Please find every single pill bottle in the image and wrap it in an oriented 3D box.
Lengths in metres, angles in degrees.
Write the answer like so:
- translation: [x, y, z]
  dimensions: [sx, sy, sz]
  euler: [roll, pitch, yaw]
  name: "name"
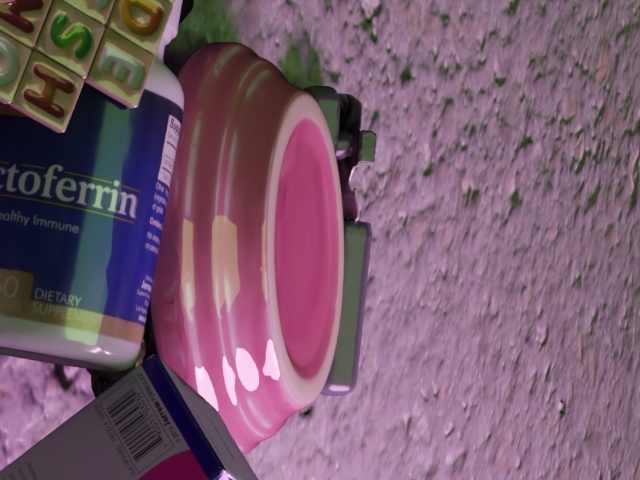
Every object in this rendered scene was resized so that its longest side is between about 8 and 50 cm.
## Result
- translation: [-0.175, -0.053, 1.246]
  dimensions: [0.153, 0.153, 0.264]
  euler: [22, 75, -61]
  name: "pill bottle"

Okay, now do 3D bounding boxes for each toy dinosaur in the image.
- translation: [-0.143, 0.074, 1.419]
  dimensions: [0.268, 0.064, 0.118]
  euler: [37, 43, -78]
  name: "toy dinosaur"

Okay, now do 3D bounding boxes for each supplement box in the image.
- translation: [-0.154, 0.200, 1.260]
  dimensions: [0.220, 0.111, 0.114]
  euler: [-36, 145, 2]
  name: "supplement box"

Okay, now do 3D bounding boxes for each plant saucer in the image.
- translation: [-0.047, 0.007, 1.483]
  dimensions: [0.332, 0.084, 0.332]
  euler: [0, 90, -76]
  name: "plant saucer"

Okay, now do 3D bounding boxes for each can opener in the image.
- translation: [0.000, 0.000, 1.687]
  dimensions: [0.093, 0.074, 0.280]
  euler: [-1, 95, -27]
  name: "can opener"

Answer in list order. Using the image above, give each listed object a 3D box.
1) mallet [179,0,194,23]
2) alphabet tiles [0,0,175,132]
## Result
- translation: [-0.140, -0.243, 1.403]
  dimensions: [0.062, 0.039, 0.189]
  euler: [-40, 126, -51]
  name: "mallet"
- translation: [-0.171, -0.196, 1.165]
  dimensions: [0.198, 0.009, 0.237]
  euler: [30, 65, -29]
  name: "alphabet tiles"
